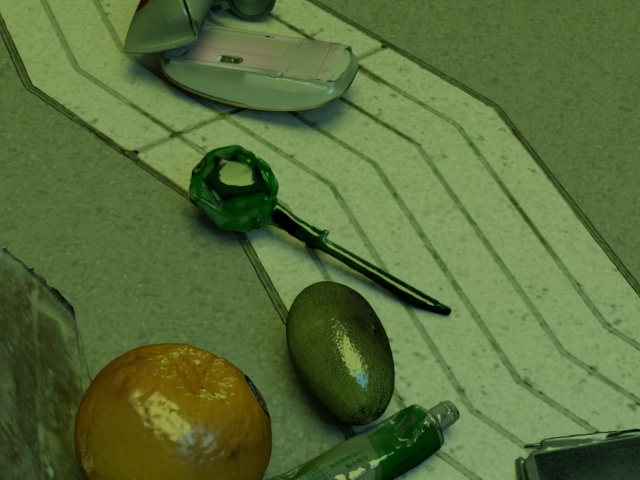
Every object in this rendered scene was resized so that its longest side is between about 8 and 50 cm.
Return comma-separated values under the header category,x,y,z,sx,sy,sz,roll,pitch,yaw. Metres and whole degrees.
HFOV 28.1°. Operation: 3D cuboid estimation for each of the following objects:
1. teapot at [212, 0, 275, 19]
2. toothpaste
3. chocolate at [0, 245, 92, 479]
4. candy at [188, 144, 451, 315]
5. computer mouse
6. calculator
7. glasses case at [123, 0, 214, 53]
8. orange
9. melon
category,x,y,z,sx,sy,sz,roll,pitch,yaw
teapot,-0.100,-0.328,1.696,0.088,0.066,0.057,-16,30,14
toothpaste,0.029,0.215,1.214,0.248,0.046,0.078,-25,50,-25
chocolate,-0.286,0.147,1.161,0.100,0.185,0.303,-25,47,6
candy,0.000,0.001,1.399,0.323,0.097,0.097,31,50,9
computer mouse,-0.076,-0.214,1.584,0.245,0.056,0.126,10,41,10
calculator,0.271,0.269,1.152,0.166,0.028,0.274,-8,33,7
glasses case,-0.170,-0.344,1.634,0.128,0.083,0.308,-20,29,26
orange,-0.132,0.176,1.147,0.178,0.155,0.177,33,28,-20
melon,0.021,0.112,1.270,0.099,0.099,0.162,-10,49,-16
